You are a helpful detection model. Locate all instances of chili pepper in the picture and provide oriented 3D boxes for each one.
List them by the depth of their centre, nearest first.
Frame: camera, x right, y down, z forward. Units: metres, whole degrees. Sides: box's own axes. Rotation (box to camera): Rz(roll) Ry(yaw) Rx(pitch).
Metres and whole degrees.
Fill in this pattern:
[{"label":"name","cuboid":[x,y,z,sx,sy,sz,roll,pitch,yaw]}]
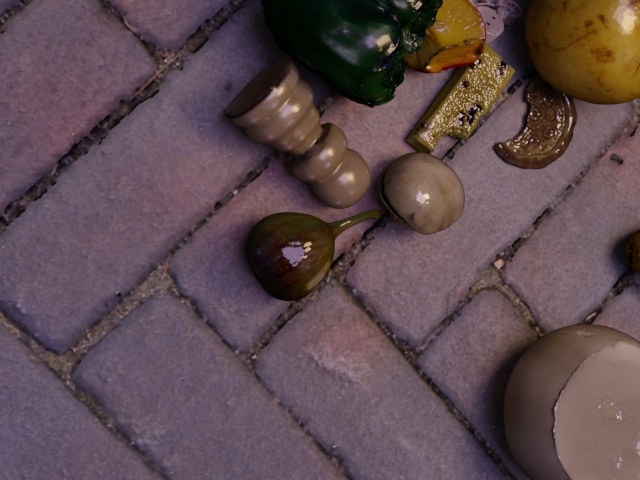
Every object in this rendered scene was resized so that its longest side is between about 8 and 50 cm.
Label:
[{"label":"chili pepper","cuboid":[0.047,-0.356,1.653,0.257,0.233,0.248,35,74,4]}]

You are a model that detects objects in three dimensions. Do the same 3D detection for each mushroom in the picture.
[{"label":"mushroom","cuboid":[0.171,-0.076,1.782,0.154,0.122,0.154,21,45,-23]}]

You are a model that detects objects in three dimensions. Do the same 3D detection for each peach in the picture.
[{"label":"peach","cuboid":[0.210,-0.360,1.782,0.118,0.151,0.151,-15,98,-50]}]

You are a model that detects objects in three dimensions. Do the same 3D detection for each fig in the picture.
[{"label":"fig","cuboid":[0.000,0.000,1.691,0.245,0.149,0.149,-27,101,-14]}]

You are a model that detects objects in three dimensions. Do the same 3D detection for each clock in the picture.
[{"label":"clock","cuboid":[0.304,-0.402,1.854,0.129,0.041,0.087,-33,80,-37]}]

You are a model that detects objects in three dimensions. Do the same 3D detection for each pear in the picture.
[{"label":"pear","cuboid":[0.495,-0.378,1.830,0.281,0.281,0.280,-1,91,-22]}]

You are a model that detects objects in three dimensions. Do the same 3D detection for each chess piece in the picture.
[{"label":"chess piece","cuboid":[-0.022,-0.157,1.696,0.143,0.143,0.261,-47,114,-15]}]

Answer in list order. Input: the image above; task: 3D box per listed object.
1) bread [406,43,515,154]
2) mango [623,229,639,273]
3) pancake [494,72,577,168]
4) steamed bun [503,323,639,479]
[{"label":"bread","cuboid":[0.249,-0.239,1.841,0.088,0.049,0.226,39,78,-18]},{"label":"mango","cuboid":[0.690,0.011,1.972,0.249,0.151,0.156,-3,126,-25]},{"label":"pancake","cuboid":[0.397,-0.227,1.918,0.184,0.020,0.190,-7,94,-21]},{"label":"steamed bun","cuboid":[0.473,0.308,1.860,0.324,0.206,0.324,0,91,-20]}]
